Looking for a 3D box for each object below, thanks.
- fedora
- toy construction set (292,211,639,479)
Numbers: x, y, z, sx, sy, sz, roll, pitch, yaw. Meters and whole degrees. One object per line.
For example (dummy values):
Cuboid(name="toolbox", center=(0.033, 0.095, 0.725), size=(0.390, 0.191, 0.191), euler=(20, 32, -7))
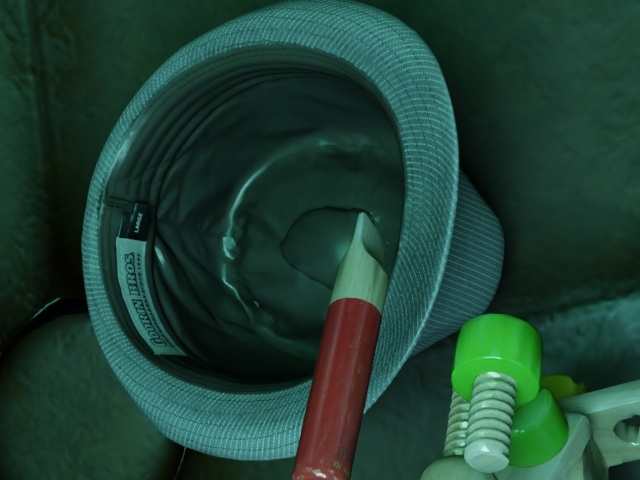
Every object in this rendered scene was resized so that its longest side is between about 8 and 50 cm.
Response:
Cuboid(name="fedora", center=(0.000, 0.000, 1.035), size=(0.275, 0.124, 0.244), euler=(-3, 77, 42))
Cuboid(name="toy construction set", center=(0.138, 0.073, 0.883), size=(0.257, 0.309, 0.237), euler=(-35, 32, 41))
